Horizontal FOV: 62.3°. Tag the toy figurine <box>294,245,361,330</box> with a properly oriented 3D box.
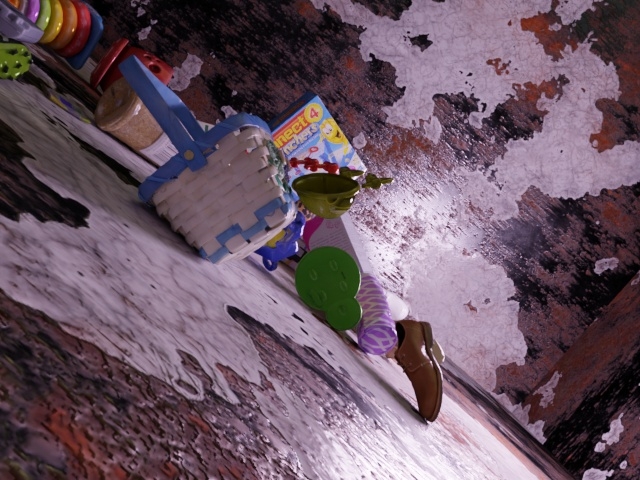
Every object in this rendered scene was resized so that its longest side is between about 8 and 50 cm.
[{"bbox_3d":[0.024,0.107,1.109,0.173,0.130,0.159,63,-4,9],"label":"toy figurine"}]

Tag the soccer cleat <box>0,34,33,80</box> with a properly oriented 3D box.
[{"bbox_3d":[-0.438,-0.253,0.682,0.072,0.060,0.179,39,5,-6],"label":"soccer cleat"}]

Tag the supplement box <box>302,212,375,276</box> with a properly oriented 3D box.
[{"bbox_3d":[0.048,0.042,1.316,0.220,0.111,0.114,68,16,11],"label":"supplement box"}]

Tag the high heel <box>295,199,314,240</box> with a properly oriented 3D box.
[{"bbox_3d":[0.000,0.000,1.568,0.261,0.186,0.093,40,2,-13],"label":"high heel"}]

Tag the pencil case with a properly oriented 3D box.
[{"bbox_3d":[0.102,0.149,1.129,0.088,0.086,0.206,34,20,-26],"label":"pencil case"}]

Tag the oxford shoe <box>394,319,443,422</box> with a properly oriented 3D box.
[{"bbox_3d":[0.173,0.236,0.978,0.076,0.076,0.212,14,38,-14],"label":"oxford shoe"}]

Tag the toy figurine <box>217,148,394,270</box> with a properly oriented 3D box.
[{"bbox_3d":[-0.056,-0.040,0.996,0.363,0.217,0.191,21,22,39],"label":"toy figurine"}]

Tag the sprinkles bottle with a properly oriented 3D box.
[{"bbox_3d":[-0.297,-0.194,1.124,0.121,0.121,0.355,43,2,39],"label":"sprinkles bottle"}]

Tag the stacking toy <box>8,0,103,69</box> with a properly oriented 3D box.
[{"bbox_3d":[-0.748,-0.593,1.387,0.175,0.165,0.302,46,18,20],"label":"stacking toy"}]

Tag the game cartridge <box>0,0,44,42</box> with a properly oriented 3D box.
[{"bbox_3d":[-0.759,-0.548,1.147,0.297,0.062,0.198,40,-2,-22],"label":"game cartridge"}]

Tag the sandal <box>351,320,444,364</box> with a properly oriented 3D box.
[{"bbox_3d":[0.165,0.236,1.234,0.240,0.079,0.088,25,47,-9],"label":"sandal"}]

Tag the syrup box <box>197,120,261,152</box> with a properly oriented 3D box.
[{"bbox_3d":[-0.244,-0.218,1.322,0.237,0.096,0.093,12,-28,-24],"label":"syrup box"}]

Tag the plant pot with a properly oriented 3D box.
[{"bbox_3d":[-0.540,-0.464,1.511,0.174,0.191,0.191,36,4,-24],"label":"plant pot"}]

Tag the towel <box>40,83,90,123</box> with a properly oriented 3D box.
[{"bbox_3d":[-0.441,-0.235,0.914,0.060,0.009,0.083,42,2,41],"label":"towel"}]

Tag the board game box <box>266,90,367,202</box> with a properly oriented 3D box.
[{"bbox_3d":[-0.059,-0.247,1.656,0.302,0.308,0.086,50,-1,-32],"label":"board game box"}]

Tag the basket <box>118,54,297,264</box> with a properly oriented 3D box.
[{"bbox_3d":[-0.163,-0.116,0.777,0.289,0.201,0.255,51,3,-2],"label":"basket"}]

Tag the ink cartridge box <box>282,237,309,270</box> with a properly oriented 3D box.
[{"bbox_3d":[-0.094,0.004,1.346,0.127,0.072,0.175,42,2,35],"label":"ink cartridge box"}]

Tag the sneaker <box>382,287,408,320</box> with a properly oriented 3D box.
[{"bbox_3d":[0.196,0.210,2.065,0.292,0.108,0.169,31,-2,30],"label":"sneaker"}]
